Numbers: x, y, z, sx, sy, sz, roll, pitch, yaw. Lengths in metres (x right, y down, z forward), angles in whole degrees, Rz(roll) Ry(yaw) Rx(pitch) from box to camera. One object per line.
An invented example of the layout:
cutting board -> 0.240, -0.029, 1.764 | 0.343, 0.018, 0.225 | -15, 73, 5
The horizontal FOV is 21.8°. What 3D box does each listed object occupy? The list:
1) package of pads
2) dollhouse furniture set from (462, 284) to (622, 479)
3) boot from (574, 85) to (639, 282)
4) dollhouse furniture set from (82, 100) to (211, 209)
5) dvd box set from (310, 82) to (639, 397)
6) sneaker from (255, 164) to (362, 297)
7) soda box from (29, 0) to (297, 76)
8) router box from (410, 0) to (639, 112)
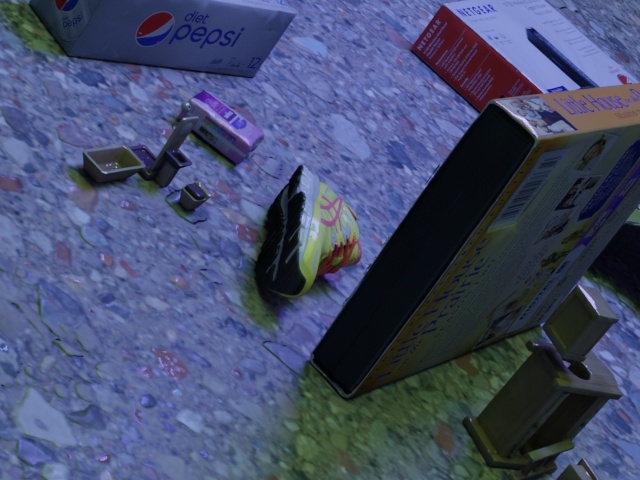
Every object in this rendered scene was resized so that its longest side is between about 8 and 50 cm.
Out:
package of pads -> -0.102, -0.117, 1.711 | 0.083, 0.032, 0.050 | 37, 24, 1
dollhouse furniture set -> 0.250, 0.166, 1.508 | 0.101, 0.182, 0.161 | 12, 35, -40
boot -> 0.438, -0.048, 2.066 | 0.338, 0.118, 0.222 | 34, 52, -9
dollhouse furniture set -> -0.151, -0.080, 1.534 | 0.091, 0.081, 0.114 | 46, 28, 18
dvd box set -> 0.192, -0.012, 1.592 | 0.062, 0.307, 0.420 | 44, 28, 20
sneaker -> 0.000, 0.000, 1.591 | 0.094, 0.081, 0.208 | 34, 26, -11
soda box -> -0.163, -0.249, 1.777 | 0.286, 0.098, 0.091 | -1, 44, -50
router box -> 0.322, -0.216, 2.325 | 0.301, 0.082, 0.335 | 44, 27, 13
